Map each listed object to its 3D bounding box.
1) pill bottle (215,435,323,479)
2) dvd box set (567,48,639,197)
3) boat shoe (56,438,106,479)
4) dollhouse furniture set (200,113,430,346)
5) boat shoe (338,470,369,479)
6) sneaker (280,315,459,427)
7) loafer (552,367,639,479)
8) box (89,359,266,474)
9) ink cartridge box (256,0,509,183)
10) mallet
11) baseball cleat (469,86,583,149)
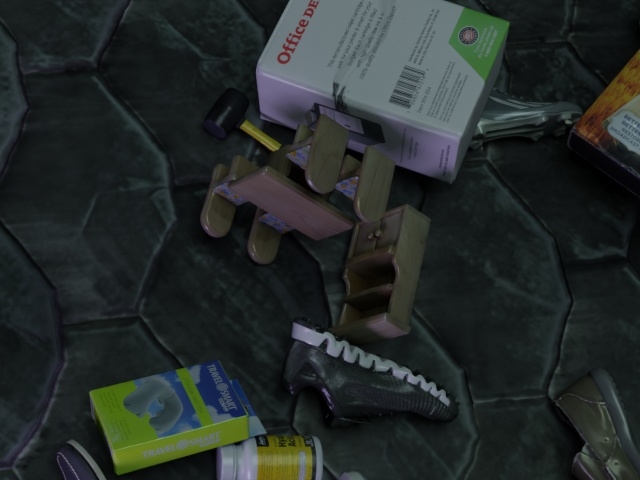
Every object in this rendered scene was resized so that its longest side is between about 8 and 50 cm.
[{"bbox_3d":[-0.059,0.257,1.579,0.116,0.065,0.065,1,67,-14],"label":"pill bottle"},{"bbox_3d":[0.578,-0.199,1.820,0.308,0.062,0.420,39,79,17],"label":"dvd box set"},{"bbox_3d":[-0.250,0.318,1.501,0.065,0.075,0.206,-22,79,-25],"label":"boat shoe"},{"bbox_3d":[0.000,0.000,1.629,0.242,0.212,0.161,31,58,-30],"label":"dollhouse furniture set"},{"bbox_3d":[0.078,0.371,1.565,0.081,0.079,0.227,-9,76,-25],"label":"boat shoe"},{"bbox_3d":[0.052,0.182,1.638,0.234,0.078,0.106,26,85,-16],"label":"sneaker"},{"bbox_3d":[0.351,0.281,1.670,0.087,0.094,0.251,-20,62,5],"label":"loafer"},{"bbox_3d":[-0.163,0.197,1.567,0.178,0.042,0.109,-13,38,-18],"label":"box"},{"bbox_3d":[0.079,-0.219,1.763,0.273,0.114,0.198,20,63,10],"label":"ink cartridge box"},{"bbox_3d":[-0.065,-0.114,1.758,0.190,0.039,0.062,42,67,1],"label":"mallet"},{"bbox_3d":[0.251,-0.183,1.844,0.206,0.072,0.109,-9,66,-20],"label":"baseball cleat"}]
